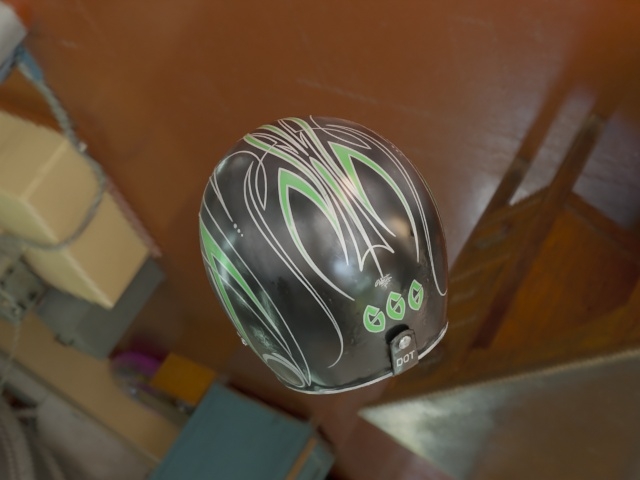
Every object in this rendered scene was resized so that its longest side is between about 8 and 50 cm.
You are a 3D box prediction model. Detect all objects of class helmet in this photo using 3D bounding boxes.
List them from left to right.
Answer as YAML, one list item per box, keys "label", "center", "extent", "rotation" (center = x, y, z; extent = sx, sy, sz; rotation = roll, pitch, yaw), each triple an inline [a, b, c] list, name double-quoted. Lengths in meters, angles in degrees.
- label: "helmet"
  center: [0.000, 0.000, 0.752]
  extent: [0.169, 0.169, 0.162]
  rotation: [2, 119, 51]
